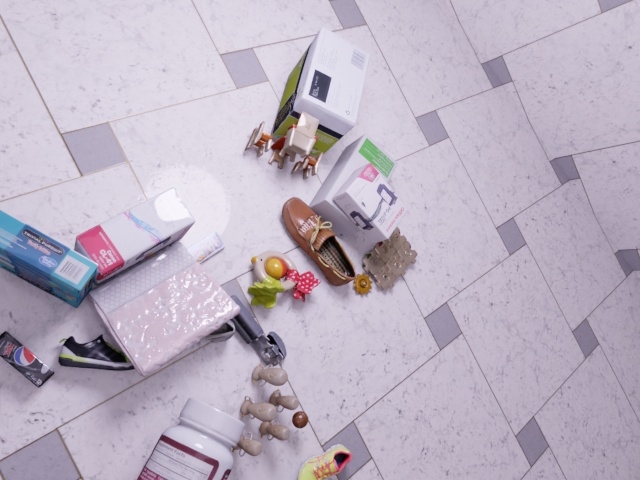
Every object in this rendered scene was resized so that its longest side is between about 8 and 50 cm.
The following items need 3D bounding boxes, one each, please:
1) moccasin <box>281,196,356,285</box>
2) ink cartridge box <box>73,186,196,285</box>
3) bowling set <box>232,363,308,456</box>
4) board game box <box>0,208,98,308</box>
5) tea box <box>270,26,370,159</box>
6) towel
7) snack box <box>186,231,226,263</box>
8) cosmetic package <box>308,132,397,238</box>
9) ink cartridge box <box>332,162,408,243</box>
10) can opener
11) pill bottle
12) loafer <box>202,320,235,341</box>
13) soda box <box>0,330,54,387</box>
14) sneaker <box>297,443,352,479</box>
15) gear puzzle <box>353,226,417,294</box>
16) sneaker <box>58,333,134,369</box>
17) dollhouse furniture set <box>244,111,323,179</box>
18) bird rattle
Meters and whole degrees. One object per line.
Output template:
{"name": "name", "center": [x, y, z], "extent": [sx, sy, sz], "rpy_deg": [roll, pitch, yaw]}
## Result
{"name": "moccasin", "center": [-0.002, 0.002, 1.722], "extent": [0.139, 0.147, 0.380], "rpy_deg": [-33, 93, -31]}
{"name": "ink cartridge box", "center": [-0.549, -0.010, 1.386], "extent": [0.306, 0.226, 0.131], "rpy_deg": [-33, 93, -31]}
{"name": "bowling set", "center": [-0.155, 0.565, 1.505], "extent": [0.200, 0.154, 0.287], "rpy_deg": [42, 58, -33]}
{"name": "board game box", "center": [-0.719, 0.059, 1.210], "extent": [0.254, 0.336, 0.079], "rpy_deg": [35, 63, -16]}
{"name": "tea box", "center": [-0.007, -0.538, 1.770], "extent": [0.220, 0.323, 0.329], "rpy_deg": [22, 67, -21]}
{"name": "towel", "center": [-0.461, 0.186, 1.388], "extent": [0.332, 0.053, 0.317], "rpy_deg": [-33, 68, -31]}
{"name": "snack box", "center": [-0.405, 0.041, 1.568], "extent": [0.178, 0.022, 0.064], "rpy_deg": [-37, 94, -31]}
{"name": "cosmetic package", "center": [0.129, -0.214, 1.852], "extent": [0.197, 0.155, 0.365], "rpy_deg": [38, 61, -18]}
{"name": "ink cartridge box", "center": [0.186, -0.133, 1.715], "extent": [0.237, 0.100, 0.172], "rpy_deg": [47, 60, -15]}
{"name": "can opener", "center": [-0.220, 0.300, 1.579], "extent": [0.283, 0.076, 0.095], "rpy_deg": [53, 27, -5]}
{"name": "pill bottle", "center": [-0.379, 0.657, 1.289], "extent": [0.224, 0.224, 0.392], "rpy_deg": [35, 62, -16]}
{"name": "loafer", "center": [-0.418, 0.247, 1.449], "extent": [0.319, 0.111, 0.112], "rpy_deg": [14, 70, -24]}
{"name": "soda box", "center": [-0.797, 0.319, 1.255], "extent": [0.169, 0.060, 0.053], "rpy_deg": [45, 59, -10]}
{"name": "sneaker", "center": [0.017, 0.748, 1.552], "extent": [0.208, 0.094, 0.081], "rpy_deg": [-26, 91, -30]}
{"name": "gear puzzle", "center": [0.250, 0.104, 1.896], "extent": [0.339, 0.044, 0.175], "rpy_deg": [-43, 99, -28]}
{"name": "sneaker", "center": [-0.619, 0.317, 1.338], "extent": [0.234, 0.084, 0.097], "rpy_deg": [13, 69, -25]}
{"name": "dollhouse furniture set", "center": [-0.105, -0.355, 1.706], "extent": [0.262, 0.259, 0.135], "rpy_deg": [24, 76, -23]}
{"name": "bird rattle", "center": [-0.135, 0.122, 1.636], "extent": [0.253, 0.143, 0.207], "rpy_deg": [-15, 67, -34]}
